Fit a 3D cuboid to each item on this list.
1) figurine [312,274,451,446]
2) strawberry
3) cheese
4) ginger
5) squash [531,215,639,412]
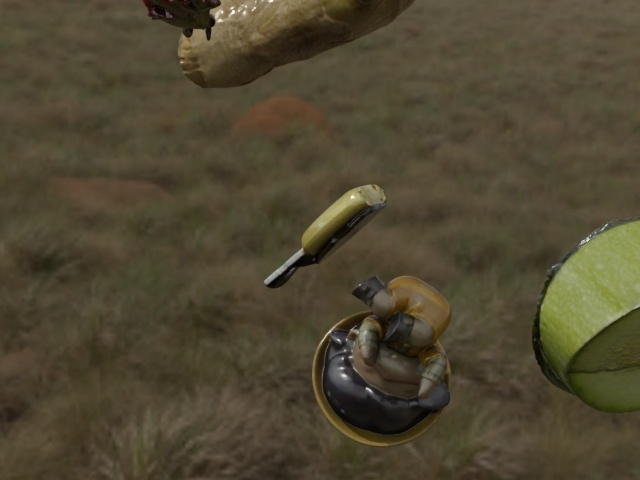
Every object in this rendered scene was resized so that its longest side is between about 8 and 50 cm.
[{"bbox_3d":[0.099,0.157,1.605,0.192,0.256,0.167,39,45,13],"label":"figurine"},{"bbox_3d":[-0.158,-0.316,1.225,0.087,0.208,0.167,-9,-9,-15],"label":"strawberry"},{"bbox_3d":[0.001,0.001,1.291,0.036,0.162,0.086,50,23,6],"label":"cheese"},{"bbox_3d":[-0.015,-0.291,1.506,0.354,0.126,0.190,-26,22,-2],"label":"ginger"},{"bbox_3d":[0.332,0.093,1.199,0.220,0.220,0.133,-4,33,-20],"label":"squash"}]
